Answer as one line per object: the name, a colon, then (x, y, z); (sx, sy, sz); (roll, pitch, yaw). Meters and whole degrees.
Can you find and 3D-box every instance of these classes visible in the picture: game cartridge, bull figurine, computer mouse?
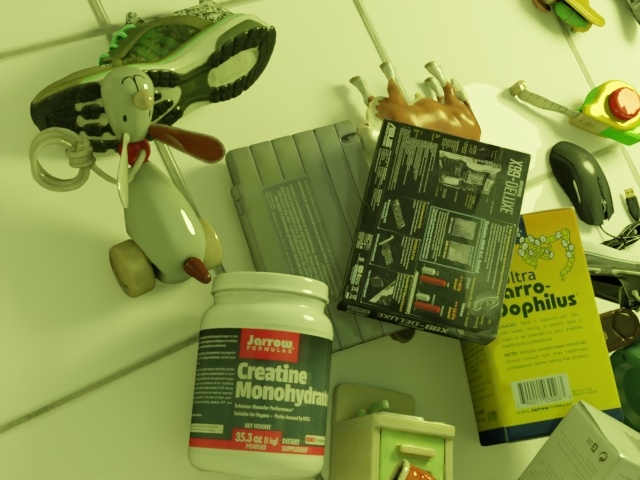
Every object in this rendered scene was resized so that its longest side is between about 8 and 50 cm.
game cartridge: (0.000, 0.000, 1.528); (0.230, 0.068, 0.355); (-17, 82, -13)
bull figurine: (0.156, -0.218, 1.694); (0.310, 0.101, 0.188); (-5, 72, -39)
computer mouse: (0.578, -0.098, 1.931); (0.184, 0.060, 0.262); (-21, 85, -33)

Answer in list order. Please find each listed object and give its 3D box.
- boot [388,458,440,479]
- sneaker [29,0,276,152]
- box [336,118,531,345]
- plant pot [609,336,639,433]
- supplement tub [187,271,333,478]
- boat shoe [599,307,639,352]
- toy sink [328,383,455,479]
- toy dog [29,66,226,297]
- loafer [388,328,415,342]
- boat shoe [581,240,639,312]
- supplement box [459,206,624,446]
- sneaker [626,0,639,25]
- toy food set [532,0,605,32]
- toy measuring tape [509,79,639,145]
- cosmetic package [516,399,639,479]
boot: (0.111, 0.387, 1.350); (0.085, 0.059, 0.158); (41, 54, -12)
sneaker: (-0.274, -0.270, 1.473); (0.410, 0.158, 0.182); (-28, 58, -32)
box: (0.178, -0.015, 1.484); (0.243, 0.076, 0.307); (13, 74, 0)
plant pot: (0.683, 0.250, 1.771); (0.255, 0.271, 0.271); (-15, 82, -18)
supplement tub: (-0.081, 0.192, 1.350); (0.191, 0.191, 0.272); (10, 76, -27)
boat shoe: (0.451, 0.193, 1.741); (0.258, 0.095, 0.095); (-11, 78, -9)
toy sink: (0.111, 0.335, 1.468); (0.153, 0.131, 0.234); (15, 67, -26)
toy dog: (-0.223, -0.058, 1.327); (0.220, 0.161, 0.333); (-45, 127, -21)
loafer: (0.110, 0.103, 1.592); (0.056, 0.050, 0.148); (-22, 84, -28)
boat shoe: (0.582, 0.085, 1.756); (0.102, 0.301, 0.108); (-51, 143, -31)
supplement box: (0.343, 0.148, 1.592); (0.195, 0.194, 0.356); (-9, 77, -5)
sneaker: (0.684, -0.585, 2.136); (0.153, 0.101, 0.268); (6, 65, -28)
toy food set: (0.506, -0.511, 2.030); (0.218, 0.071, 0.128); (35, 36, -18)
toy measuring tape: (0.545, -0.292, 1.953); (0.330, 0.121, 0.121); (20, 64, -13)
cosmetic package: (0.381, 0.466, 1.446); (0.217, 0.156, 0.385); (30, 105, -21)
